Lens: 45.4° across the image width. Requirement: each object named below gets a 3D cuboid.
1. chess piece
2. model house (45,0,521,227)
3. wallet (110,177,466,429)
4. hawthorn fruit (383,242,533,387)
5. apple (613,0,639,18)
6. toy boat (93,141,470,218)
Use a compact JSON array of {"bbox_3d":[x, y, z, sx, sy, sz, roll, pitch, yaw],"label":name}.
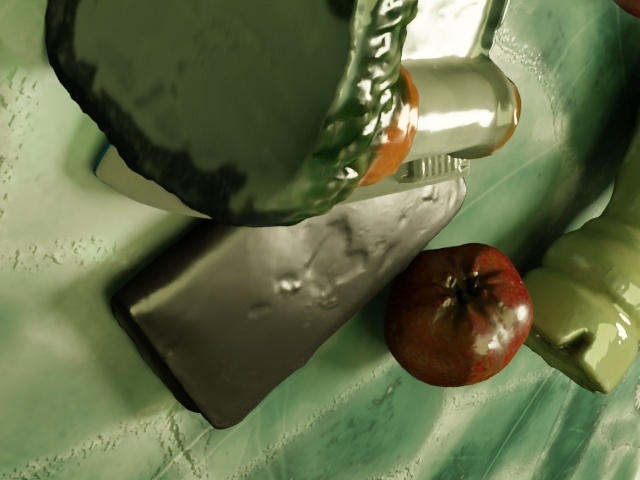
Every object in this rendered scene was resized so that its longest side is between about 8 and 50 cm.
[{"bbox_3d":[0.430,-0.020,0.990,0.442,0.234,0.234,-51,137,-4],"label":"chess piece"},{"bbox_3d":[0.022,-0.148,0.480,0.301,0.271,0.190,-13,126,-40],"label":"model house"},{"bbox_3d":[0.000,0.000,0.706,0.377,0.051,0.197,-41,132,-20],"label":"wallet"},{"bbox_3d":[0.146,0.099,0.848,0.163,0.162,0.203,-39,152,-21],"label":"hawthorn fruit"},{"bbox_3d":[0.375,-0.317,0.830,0.153,0.120,0.153,-22,131,-27],"label":"apple"},{"bbox_3d":[-0.023,-0.080,0.583,0.295,0.088,0.129,-13,113,-13],"label":"toy boat"}]
